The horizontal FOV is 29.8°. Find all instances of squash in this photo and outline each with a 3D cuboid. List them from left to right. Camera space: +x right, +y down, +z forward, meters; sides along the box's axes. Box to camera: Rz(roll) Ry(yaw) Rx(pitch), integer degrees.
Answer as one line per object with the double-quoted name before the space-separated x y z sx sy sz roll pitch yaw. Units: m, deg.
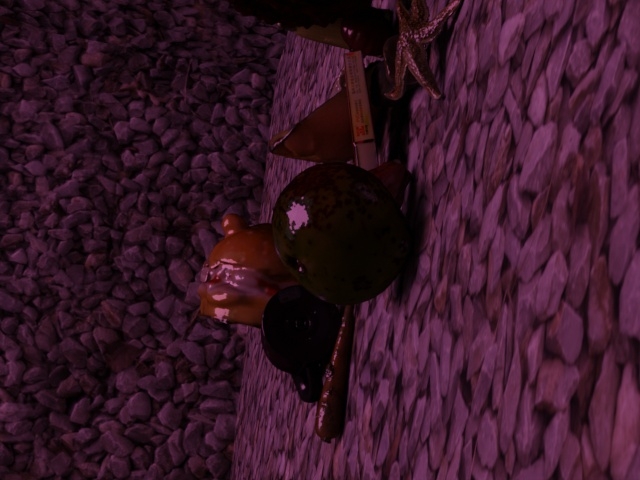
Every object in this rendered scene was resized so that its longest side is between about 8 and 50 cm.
"squash" 0.019 -0.395 2.212 0.094 0.224 0.094 -174 90 -76

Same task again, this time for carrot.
"carrot" 0.031 0.220 2.052 0.049 0.049 0.254 124 159 -71

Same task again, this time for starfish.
"starfish" 0.142 -0.290 1.722 0.217 0.050 0.223 -46 48 39

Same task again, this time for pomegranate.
"pomegranate" 0.050 -0.034 1.741 0.248 0.214 0.214 -47 -8 -26

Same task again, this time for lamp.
"lamp" 0.084 -0.369 2.137 0.101 0.101 0.090 -99 34 -66

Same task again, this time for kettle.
"kettle" -0.033 0.201 2.269 0.232 0.144 0.202 104 142 -73

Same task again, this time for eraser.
"eraser" 0.069 -0.168 1.946 0.157 0.038 0.230 78 -175 -62

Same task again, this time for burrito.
"burrito" 0.046 -0.272 2.434 0.058 0.063 0.229 -51 -13 -36

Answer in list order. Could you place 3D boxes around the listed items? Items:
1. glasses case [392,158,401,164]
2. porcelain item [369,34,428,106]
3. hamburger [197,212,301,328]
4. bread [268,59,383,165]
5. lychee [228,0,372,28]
"glasses case" 0.112 -0.096 1.889 0.083 0.021 0.032 107 167 -56
"porcelain item" 0.112 -0.252 1.908 0.215 0.069 0.081 130 130 -74
"hamburger" -0.121 0.070 2.526 0.276 0.277 0.236 -171 89 -82
"bread" 0.036 -0.195 2.154 0.252 0.133 0.174 -38 6 -8
"lychee" -0.017 -0.574 2.038 0.500 0.425 0.424 -34 -32 -46
